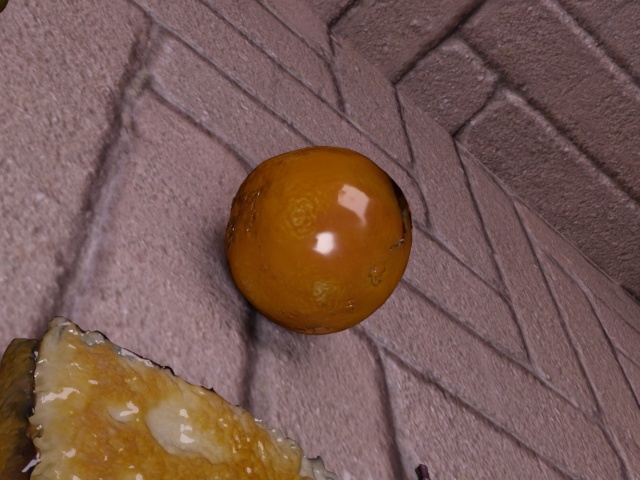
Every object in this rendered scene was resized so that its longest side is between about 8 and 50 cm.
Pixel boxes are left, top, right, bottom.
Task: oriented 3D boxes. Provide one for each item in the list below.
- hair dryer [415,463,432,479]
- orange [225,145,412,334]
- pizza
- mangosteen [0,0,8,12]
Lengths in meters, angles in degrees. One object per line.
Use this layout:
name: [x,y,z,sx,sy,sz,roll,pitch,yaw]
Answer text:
hair dryer: [0.135,0.338,1.114,0.106,0.054,0.154,38,15,-13]
orange: [0.000,0.000,1.140,0.246,0.246,0.246,38,25,-22]
pizza: [-0.138,0.238,0.741,0.392,0.080,0.435,46,22,-5]
mangosteen: [-0.432,-0.320,1.011,0.200,0.200,0.200,38,25,-22]
